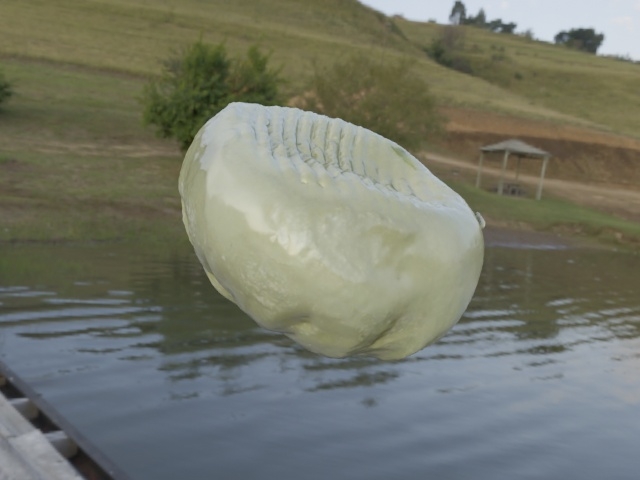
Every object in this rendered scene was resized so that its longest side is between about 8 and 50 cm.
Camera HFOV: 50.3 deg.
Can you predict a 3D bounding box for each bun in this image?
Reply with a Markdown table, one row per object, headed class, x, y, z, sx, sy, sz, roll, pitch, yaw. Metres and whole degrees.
| class | x | y | z | sx | sy | sz | roll | pitch | yaw |
| --- | --- | --- | --- | --- | --- | --- | --- | --- | --- |
| bun | 0.000 | 0.000 | 0.553 | 0.260 | 0.159 | 0.259 | 20 | 22 | -8 |
